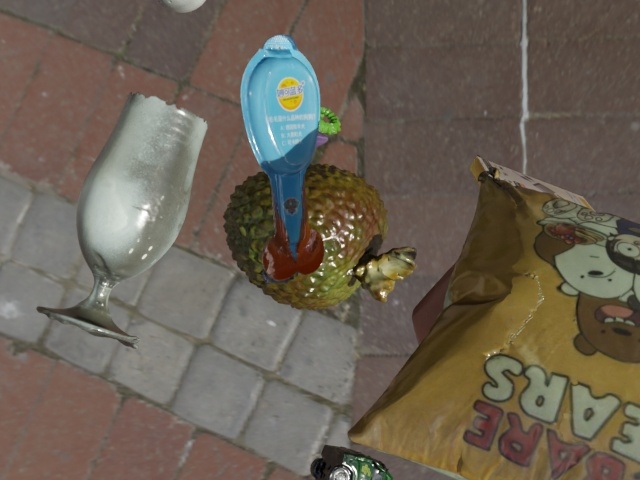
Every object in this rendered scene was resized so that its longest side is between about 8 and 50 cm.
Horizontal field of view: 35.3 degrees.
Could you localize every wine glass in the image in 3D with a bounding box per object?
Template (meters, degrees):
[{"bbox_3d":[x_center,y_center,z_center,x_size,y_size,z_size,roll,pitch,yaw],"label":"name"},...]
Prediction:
[{"bbox_3d":[-0.175,-0.018,0.924,0.103,0.103,0.222,18,83,12],"label":"wine glass"}]

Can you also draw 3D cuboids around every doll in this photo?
[{"bbox_3d":[-0.038,-0.231,1.900,0.050,0.190,0.115,-49,47,37],"label":"doll"}]

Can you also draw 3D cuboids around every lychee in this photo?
[{"bbox_3d":[-0.010,-0.006,1.711,0.320,0.270,0.270,37,86,-5],"label":"lychee"}]

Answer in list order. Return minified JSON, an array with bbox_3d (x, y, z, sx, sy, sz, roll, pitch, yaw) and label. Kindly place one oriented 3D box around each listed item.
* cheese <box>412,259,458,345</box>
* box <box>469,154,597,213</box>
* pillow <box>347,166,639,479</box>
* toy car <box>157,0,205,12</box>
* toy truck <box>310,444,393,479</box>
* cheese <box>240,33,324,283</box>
[{"bbox_3d":[0.191,0.130,1.070,0.203,0.177,0.128,43,110,0],"label":"cheese"},{"bbox_3d":[0.389,-0.079,1.775,0.247,0.129,0.033,19,110,-11],"label":"box"},{"bbox_3d":[0.220,0.094,0.773,0.310,0.119,0.312,22,53,12],"label":"pillow"},{"bbox_3d":[-0.197,-0.394,1.511,0.139,0.112,0.112,3,50,32],"label":"toy car"},{"bbox_3d":[0.026,0.422,1.399,0.121,0.088,0.259,19,82,-24],"label":"toy truck"},{"bbox_3d":[-0.036,-0.083,1.033,0.037,0.106,0.256,5,101,49],"label":"cheese"}]
